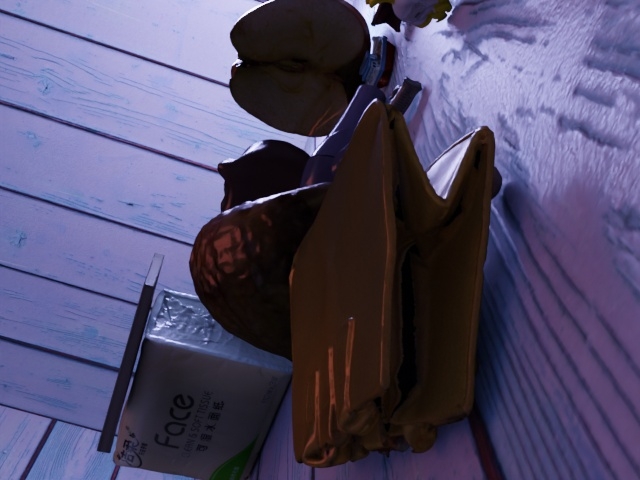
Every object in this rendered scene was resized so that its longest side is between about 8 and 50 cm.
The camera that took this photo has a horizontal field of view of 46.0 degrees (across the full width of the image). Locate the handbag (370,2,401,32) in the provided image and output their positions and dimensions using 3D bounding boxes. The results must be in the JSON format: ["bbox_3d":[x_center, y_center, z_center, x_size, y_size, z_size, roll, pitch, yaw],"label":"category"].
[{"bbox_3d":[0.170,-0.556,1.569,0.216,0.074,0.203,-80,10,-56],"label":"handbag"}]

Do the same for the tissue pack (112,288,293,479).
[{"bbox_3d":[-0.261,0.344,1.702,0.205,0.332,0.405,-92,20,-57],"label":"tissue pack"}]

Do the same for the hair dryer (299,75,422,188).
[{"bbox_3d":[0.092,-0.198,1.325,0.301,0.121,0.361,-66,13,-23],"label":"hair dryer"}]

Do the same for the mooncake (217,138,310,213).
[{"bbox_3d":[-0.136,-0.067,1.832,0.174,0.334,0.325,-93,-19,-75],"label":"mooncake"}]

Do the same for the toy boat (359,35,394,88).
[{"bbox_3d":[0.119,-0.382,1.588,0.173,0.059,0.069,-80,10,-45],"label":"toy boat"}]

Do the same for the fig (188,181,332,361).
[{"bbox_3d":[-0.028,0.103,1.123,0.286,0.286,0.368,-110,7,-79],"label":"fig"}]

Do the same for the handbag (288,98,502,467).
[{"bbox_3d":[0.051,0.078,0.755,0.401,0.133,0.283,121,160,-64],"label":"handbag"}]

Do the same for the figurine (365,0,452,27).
[{"bbox_3d":[0.149,-0.417,1.146,0.109,0.130,0.178,122,164,-77],"label":"figurine"}]

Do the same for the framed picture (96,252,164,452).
[{"bbox_3d":[-0.388,0.208,1.580,0.446,0.028,0.326,-142,68,-78],"label":"framed picture"}]

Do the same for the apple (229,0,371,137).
[{"bbox_3d":[-0.057,-0.455,1.931,0.295,0.365,0.328,70,-151,-70],"label":"apple"}]
